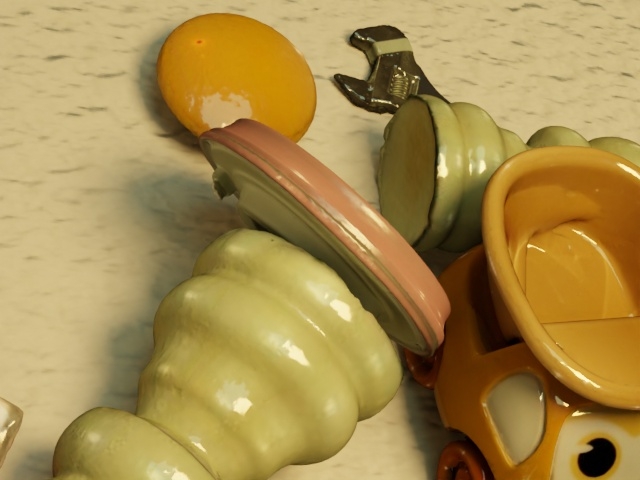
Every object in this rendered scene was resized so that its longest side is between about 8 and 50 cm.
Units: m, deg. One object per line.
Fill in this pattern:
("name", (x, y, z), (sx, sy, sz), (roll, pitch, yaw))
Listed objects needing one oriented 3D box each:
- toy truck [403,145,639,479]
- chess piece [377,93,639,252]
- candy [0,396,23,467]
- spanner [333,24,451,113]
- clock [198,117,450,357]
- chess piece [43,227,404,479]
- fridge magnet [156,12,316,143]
("toy truck", (0.195, 0.093, 1.340), (0.204, 0.212, 0.288), (-3, 60, -24))
("chess piece", (0.183, -0.048, 1.458), (0.243, 0.133, 0.133), (4, 61, -20))
("candy", (-0.350, 0.124, 1.138), (0.265, 0.116, 0.155), (27, 54, -7))
("spanner", (0.144, -0.079, 1.531), (0.316, 0.024, 0.087), (40, 56, 0))
("clock", (-0.001, 0.001, 1.297), (0.244, 0.244, 0.056), (41, 80, 3))
("chess piece", (-0.106, 0.161, 1.206), (0.182, 0.182, 0.330), (41, 60, 2))
("fridge magnet", (-0.071, -0.131, 1.438), (0.143, 0.063, 0.143), (12, 57, -19))
